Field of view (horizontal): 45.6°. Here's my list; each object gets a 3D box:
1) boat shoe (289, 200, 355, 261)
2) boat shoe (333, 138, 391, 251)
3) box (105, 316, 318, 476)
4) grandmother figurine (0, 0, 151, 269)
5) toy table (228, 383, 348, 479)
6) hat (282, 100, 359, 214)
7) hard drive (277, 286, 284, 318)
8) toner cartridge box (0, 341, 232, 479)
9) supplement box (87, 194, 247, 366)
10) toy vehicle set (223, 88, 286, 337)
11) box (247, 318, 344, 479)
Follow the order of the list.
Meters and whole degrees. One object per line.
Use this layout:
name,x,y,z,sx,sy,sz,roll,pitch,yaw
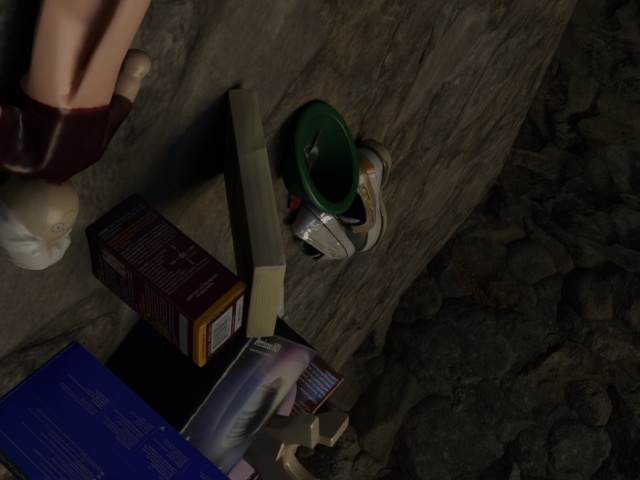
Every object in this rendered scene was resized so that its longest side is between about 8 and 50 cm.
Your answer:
boat shoe,0.000,0.000,1.535,0.088,0.096,0.267,-48,163,-5
boat shoe,0.072,-0.072,1.576,0.103,0.113,0.302,-43,151,-30
box,-0.190,0.231,1.252,0.294,0.182,0.296,-54,157,-1
grandmother figurine,-0.213,-0.121,0.638,0.207,0.104,0.343,-14,136,-54
toy table,-0.073,0.389,1.448,0.274,0.160,0.252,-53,151,-33
hat,-0.052,-0.114,1.264,0.173,0.183,0.209,-47,123,-47
hard drive,-0.189,0.215,1.548,0.307,0.040,0.203,-47,163,-22
toner cartridge box,-0.252,0.300,0.963,0.165,0.347,0.075,-42,162,-34
supplement box,-0.183,0.048,0.913,0.081,0.188,0.104,-42,161,-31
toy vehicle set,-0.088,-0.035,0.954,0.035,0.267,0.166,-4,147,-12
box,-0.147,0.374,1.647,0.381,0.191,0.143,-46,-179,-11
